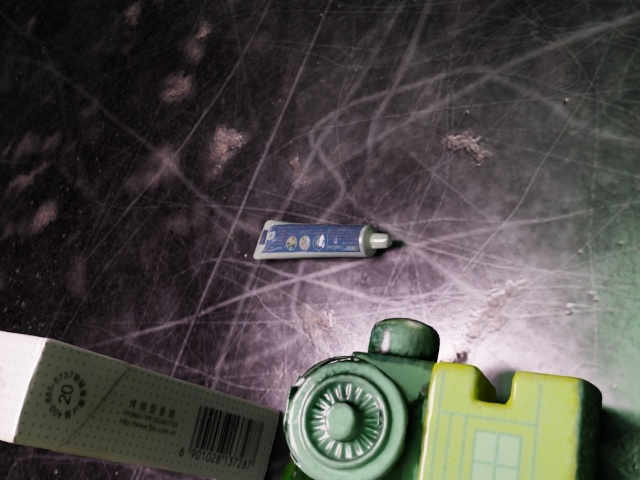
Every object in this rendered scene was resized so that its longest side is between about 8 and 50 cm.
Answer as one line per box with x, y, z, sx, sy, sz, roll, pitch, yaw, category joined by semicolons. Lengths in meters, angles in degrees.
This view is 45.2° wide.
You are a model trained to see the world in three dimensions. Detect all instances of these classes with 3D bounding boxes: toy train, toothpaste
0.099;0.282;0.608;0.272;0.179;0.442;4;73;21;toy train
0.000;0.000;0.904;0.197;0.035;0.057;0;62;39;toothpaste

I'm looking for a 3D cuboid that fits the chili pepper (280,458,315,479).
0.002;0.293;0.765;0.073;0.050;0.182;-25;60;-5;chili pepper

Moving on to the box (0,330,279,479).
-0.226;0.174;0.799;0.210;0.330;0.095;1;71;37;box
